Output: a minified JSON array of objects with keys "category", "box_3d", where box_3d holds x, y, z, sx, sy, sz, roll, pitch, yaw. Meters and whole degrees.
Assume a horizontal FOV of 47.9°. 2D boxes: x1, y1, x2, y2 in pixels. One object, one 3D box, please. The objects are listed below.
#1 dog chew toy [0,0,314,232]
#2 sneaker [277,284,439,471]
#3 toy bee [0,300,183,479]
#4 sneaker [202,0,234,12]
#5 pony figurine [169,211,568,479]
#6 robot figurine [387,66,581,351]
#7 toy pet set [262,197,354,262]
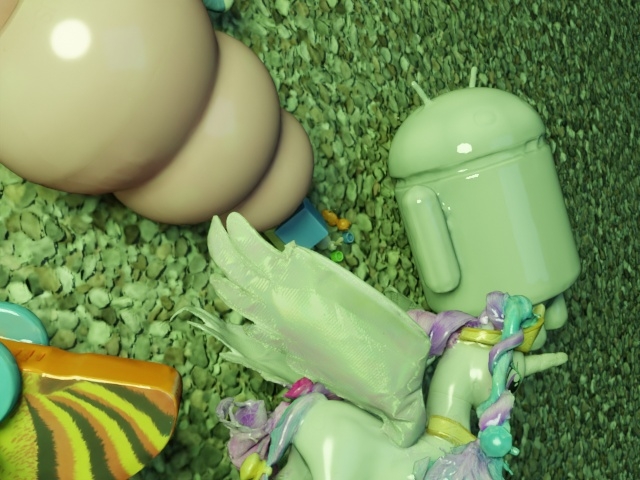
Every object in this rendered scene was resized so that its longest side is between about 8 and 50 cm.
[{"category":"dog chew toy","box_3d":[-0.131,-0.107,0.625,0.331,0.206,0.207,32,63,-44]},{"category":"sneaker","box_3d":[0.023,0.152,0.809,0.281,0.105,0.115,-31,70,-37]},{"category":"toy bee","box_3d":[-0.259,0.121,0.514,0.162,0.298,0.195,-68,168,7]},{"category":"sneaker","box_3d":[-0.180,-0.268,0.686,0.211,0.080,0.081,23,75,-28]},{"category":"pony figurine","box_3d":[0.023,0.168,0.591,0.350,0.303,0.364,23,71,-9]},{"category":"robot figurine","box_3d":[0.203,-0.038,0.909,0.299,0.199,0.354,-24,100,-51]},{"category":"toy pet set","box_3d":[0.000,0.000,0.809,0.114,0.065,0.122,48,54,-27]}]
